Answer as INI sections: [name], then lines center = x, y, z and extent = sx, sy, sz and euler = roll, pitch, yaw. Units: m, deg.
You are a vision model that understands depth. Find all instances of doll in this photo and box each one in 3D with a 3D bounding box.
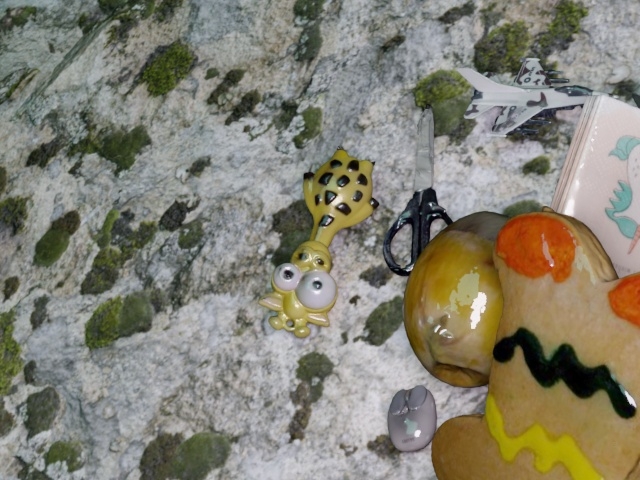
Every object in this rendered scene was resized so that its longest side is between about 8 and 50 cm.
[doll]
center = 0.000, -0.001, 2.190
extent = 0.117, 0.086, 0.291
euler = 19, 69, 8

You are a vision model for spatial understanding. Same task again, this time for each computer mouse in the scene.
[computer mouse]
center = 0.116, 0.227, 1.987
extent = 0.066, 0.039, 0.096
euler = -15, 51, 22

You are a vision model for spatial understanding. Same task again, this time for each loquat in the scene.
[loquat]
center = 0.198, 0.072, 1.955
extent = 0.179, 0.179, 0.227
euler = 3, 64, 34

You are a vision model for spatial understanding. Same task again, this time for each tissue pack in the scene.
[tissue pack]
center = 0.354, 0.002, 1.864
extent = 0.071, 0.170, 0.325
euler = 179, 110, -81

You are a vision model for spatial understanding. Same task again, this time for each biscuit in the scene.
[biscuit]
center = 0.286, 0.193, 1.710
extent = 0.368, 0.076, 0.394
euler = 30, 109, 43

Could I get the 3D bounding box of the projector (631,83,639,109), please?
[projector]
center = 0.555, -0.181, 1.958
extent = 0.198, 0.108, 0.250
euler = -46, 48, -5

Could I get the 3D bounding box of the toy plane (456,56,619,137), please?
[toy plane]
center = 0.304, -0.195, 2.153
extent = 0.234, 0.082, 0.160
euler = 13, 55, 22

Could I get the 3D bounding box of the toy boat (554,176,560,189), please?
[toy boat]
center = 0.381, -0.064, 2.041
extent = 0.096, 0.034, 0.122
euler = -45, 55, -3

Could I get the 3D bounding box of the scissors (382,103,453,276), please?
[scissors]
center = 0.148, -0.079, 2.197
extent = 0.109, 0.022, 0.300
euler = -9, 54, 22
